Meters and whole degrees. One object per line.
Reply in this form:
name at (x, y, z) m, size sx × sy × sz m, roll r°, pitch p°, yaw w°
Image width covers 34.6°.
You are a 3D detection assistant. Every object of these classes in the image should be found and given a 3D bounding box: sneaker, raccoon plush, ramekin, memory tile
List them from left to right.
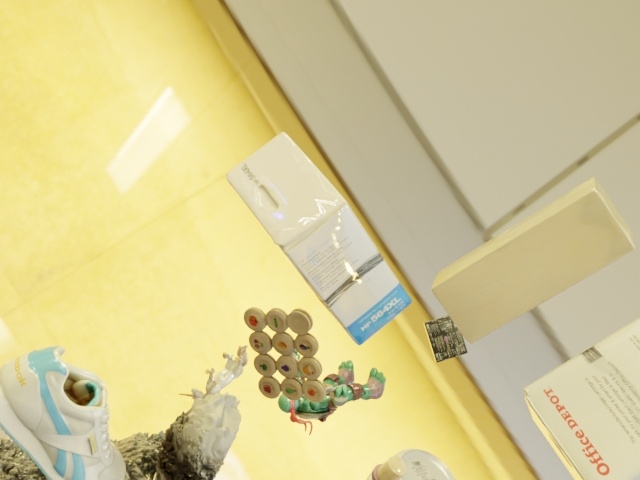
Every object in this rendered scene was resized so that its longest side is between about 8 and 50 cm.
sneaker at (-0.261, 0.201, 1.102) m, size 0.228 × 0.092 × 0.087 m, roll 61°, pitch 4°, yaw -46°
raccoon plush at (-0.312, 0.292, 1.385) m, size 0.299 × 0.216 × 0.446 m, roll 23°, pitch -62°, yaw -9°
memory tile at (-0.050, 0.162, 1.450) m, size 0.113 × 0.012 × 0.148 m, roll 1°, pitch -67°, yaw 28°
ramekin at (0.209, 0.554, 2.241) m, size 0.207 × 0.207 × 0.109 m, roll 48°, pitch -56°, yaw 16°

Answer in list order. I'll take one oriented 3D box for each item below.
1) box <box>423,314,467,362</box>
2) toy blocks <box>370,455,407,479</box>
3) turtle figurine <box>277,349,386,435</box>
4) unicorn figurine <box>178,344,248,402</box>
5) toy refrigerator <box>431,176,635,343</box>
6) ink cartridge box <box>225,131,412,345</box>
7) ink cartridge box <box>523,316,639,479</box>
box at (0.249, 0.194, 2.047) m, size 0.018 × 0.067 × 0.083 m, roll 114°, pitch -42°, yaw -88°
toy blocks at (0.133, 0.603, 1.907) m, size 0.289 × 0.309 × 0.260 m, roll 35°, pitch -54°, yaw -5°
turtle figurine at (-0.004, 0.260, 1.814) m, size 0.175 × 0.234 × 0.118 m, roll 33°, pitch -67°, yaw 38°
unicorn figurine at (-0.209, 0.282, 2.091) m, size 0.060 × 0.162 × 0.111 m, roll 58°, pitch -16°, yaw 24°
toy refrigerator at (0.300, 0.028, 1.462) m, size 0.102 × 0.269 × 0.094 m, roll 54°, pitch 20°, yaw -5°
ink cartridge box at (0.000, 0.000, 1.126) m, size 0.148 × 0.086 × 0.203 m, roll 50°, pitch -3°, yaw 41°
ink cartridge box at (0.491, 0.257, 1.585) m, size 0.211 × 0.289 × 0.121 m, roll 58°, pitch -2°, yaw 36°
